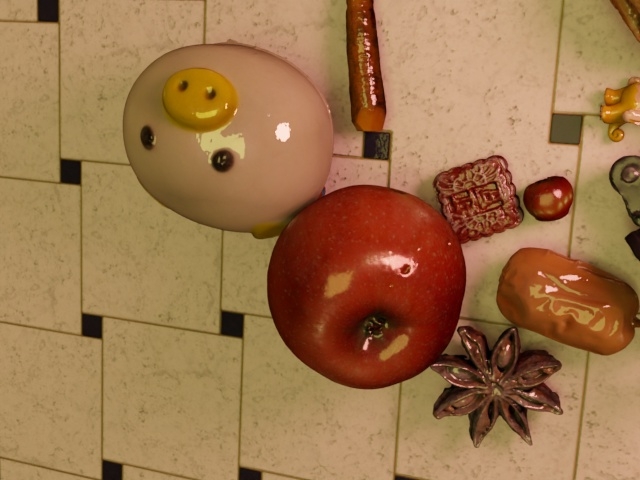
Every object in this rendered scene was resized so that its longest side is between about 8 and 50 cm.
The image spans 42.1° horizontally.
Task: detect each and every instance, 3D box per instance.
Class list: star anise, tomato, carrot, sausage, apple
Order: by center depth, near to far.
[{"bbox_3d":[0.079,0.078,1.389,0.348,0.277,0.348,-3,120,-5],"label":"apple"},{"bbox_3d":[0.416,0.103,1.397,0.241,0.120,0.136,24,118,13],"label":"sausage"},{"bbox_3d":[0.385,-0.068,1.398,0.087,0.087,0.075,-16,96,21],"label":"tomato"},{"bbox_3d":[0.311,0.242,1.468,0.223,0.109,0.236,-2,112,14],"label":"star anise"},{"bbox_3d":[0.077,-0.350,1.469,0.066,0.066,0.314,-1,97,19],"label":"carrot"}]

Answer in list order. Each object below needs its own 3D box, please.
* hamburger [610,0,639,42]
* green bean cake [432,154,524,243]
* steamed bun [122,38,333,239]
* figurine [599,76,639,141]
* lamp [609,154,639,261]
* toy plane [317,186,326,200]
[{"bbox_3d":[0.563,-0.408,1.203,0.319,0.158,0.318,0,82,-1],"label":"hamburger"},{"bbox_3d":[0.274,-0.071,1.451,0.135,0.056,0.135,-18,93,22],"label":"green bean cake"},{"bbox_3d":[-0.159,-0.178,1.450,0.374,0.334,0.334,18,105,19],"label":"steamed bun"},{"bbox_3d":[0.570,-0.215,1.297,0.246,0.131,0.156,3,60,34],"label":"figurine"},{"bbox_3d":[0.621,0.011,1.261,0.272,0.205,0.374,-22,81,25],"label":"lamp"},{"bbox_3d":[0.001,-0.001,1.557,0.130,0.061,0.189,-19,97,20],"label":"toy plane"}]
